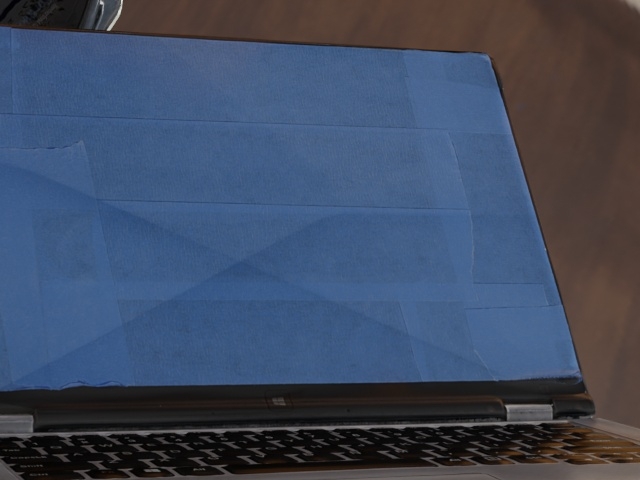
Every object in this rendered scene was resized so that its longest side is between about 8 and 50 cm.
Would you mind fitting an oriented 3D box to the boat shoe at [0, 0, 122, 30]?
[{"bbox_3d":[-0.380,-0.123,1.716,0.187,0.156,0.500,40,79,-4],"label":"boat shoe"}]

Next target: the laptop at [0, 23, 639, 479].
[{"bbox_3d":[0.000,0.000,0.866,0.382,0.408,0.236,0,92,-20],"label":"laptop"}]
